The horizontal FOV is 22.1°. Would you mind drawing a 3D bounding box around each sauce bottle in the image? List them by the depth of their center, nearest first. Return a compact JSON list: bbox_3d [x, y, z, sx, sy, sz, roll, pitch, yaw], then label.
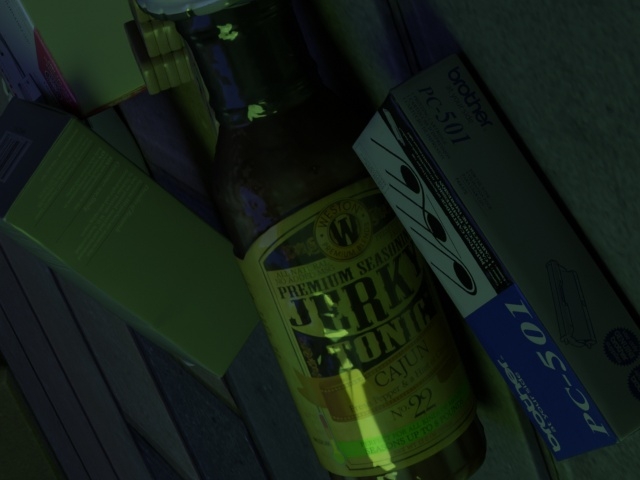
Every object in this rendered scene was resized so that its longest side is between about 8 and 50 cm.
[{"bbox_3d":[0.000,0.000,0.986,0.111,0.111,0.344,21,138,63],"label":"sauce bottle"}]

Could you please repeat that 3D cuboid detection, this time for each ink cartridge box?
[{"bbox_3d":[0.098,0.012,0.849,0.207,0.046,0.097,57,164,5],"label":"ink cartridge box"},{"bbox_3d":[-0.212,-0.176,1.320,0.158,0.092,0.218,62,164,-8],"label":"ink cartridge box"}]

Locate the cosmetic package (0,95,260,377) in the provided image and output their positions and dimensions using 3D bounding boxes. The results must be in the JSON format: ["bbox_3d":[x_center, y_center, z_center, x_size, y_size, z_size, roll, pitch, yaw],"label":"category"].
[{"bbox_3d":[-0.158,0.000,1.291,0.238,0.107,0.127,37,170,-34],"label":"cosmetic package"}]

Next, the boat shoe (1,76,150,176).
[{"bbox_3d":[-0.233,-0.097,1.508,0.267,0.096,0.088,66,165,-18],"label":"boat shoe"}]

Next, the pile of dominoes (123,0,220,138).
[{"bbox_3d":[-0.124,-0.200,1.032,0.196,0.040,0.251,-115,8,-45],"label":"pile of dominoes"}]

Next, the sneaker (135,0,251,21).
[{"bbox_3d":[-0.027,-0.183,0.793,0.297,0.111,0.129,2,117,62],"label":"sneaker"}]
